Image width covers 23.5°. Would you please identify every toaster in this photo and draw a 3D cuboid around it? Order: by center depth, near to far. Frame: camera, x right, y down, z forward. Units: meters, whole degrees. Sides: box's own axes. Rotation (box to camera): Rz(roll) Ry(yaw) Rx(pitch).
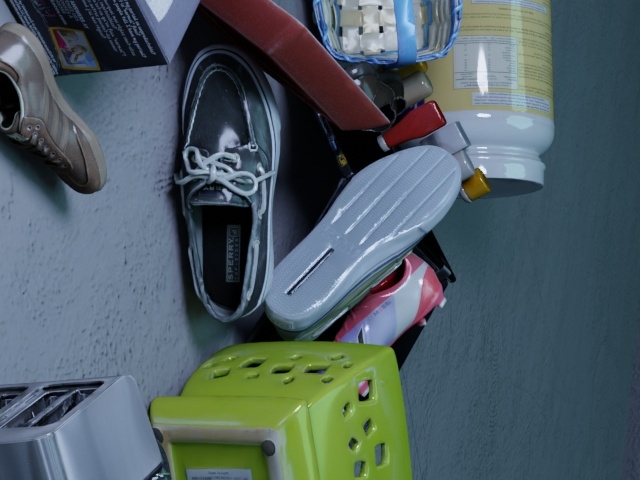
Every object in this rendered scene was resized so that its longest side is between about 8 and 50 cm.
[{"bbox_3d":[-0.249,0.189,1.277,0.185,0.168,0.110,-40,120,-62],"label":"toaster"}]

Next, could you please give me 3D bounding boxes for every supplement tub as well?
[{"bbox_3d":[0.233,-0.241,2.328,0.241,0.241,0.331,16,72,-65],"label":"supplement tub"}]

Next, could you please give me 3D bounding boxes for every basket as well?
[{"bbox_3d":[0.088,-0.340,2.024,0.289,0.201,0.255,160,-74,-82],"label":"basket"}]

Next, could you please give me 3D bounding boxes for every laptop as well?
[{"bbox_3d":[0.000,0.000,2.043,0.382,0.236,0.408,43,20,-58],"label":"laptop"}]

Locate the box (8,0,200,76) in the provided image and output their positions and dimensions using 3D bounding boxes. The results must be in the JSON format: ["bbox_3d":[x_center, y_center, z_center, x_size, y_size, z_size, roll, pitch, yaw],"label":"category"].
[{"bbox_3d":[-0.194,-0.303,1.494,0.247,0.142,0.163,-72,148,-41],"label":"box"}]

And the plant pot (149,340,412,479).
[{"bbox_3d":[-0.050,0.242,1.654,0.207,0.228,0.227,-21,106,-57],"label":"plant pot"}]

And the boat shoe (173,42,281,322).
[{"bbox_3d":[-0.108,-0.063,1.692,0.105,0.113,0.306,-38,131,-79],"label":"boat shoe"}]

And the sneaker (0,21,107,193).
[{"bbox_3d":[-0.267,-0.107,1.423,0.071,0.066,0.188,-51,129,-34],"label":"sneaker"}]

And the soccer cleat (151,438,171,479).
[{"bbox_3d":[-0.189,0.280,1.527,0.072,0.060,0.179,32,60,-60],"label":"soccer cleat"}]

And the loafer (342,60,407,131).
[{"bbox_3d":[0.062,-0.173,1.985,0.220,0.080,0.078,3,67,-71],"label":"loafer"}]

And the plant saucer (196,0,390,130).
[{"bbox_3d":[-0.066,-0.228,1.718,0.048,0.258,0.259,-50,149,-1],"label":"plant saucer"}]

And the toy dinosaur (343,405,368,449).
[{"bbox_3d":[0.030,0.245,1.941,0.064,0.118,0.268,34,57,-7],"label":"toy dinosaur"}]

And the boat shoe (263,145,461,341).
[{"bbox_3d":[0.047,0.003,1.829,0.302,0.109,0.094,-40,158,-17],"label":"boat shoe"}]

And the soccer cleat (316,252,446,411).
[{"bbox_3d":[0.052,0.118,1.941,0.248,0.083,0.095,-45,107,-11],"label":"soccer cleat"}]

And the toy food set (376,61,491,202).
[{"bbox_3d":[0.138,-0.145,2.163,0.232,0.104,0.111,62,16,1],"label":"toy food set"}]
